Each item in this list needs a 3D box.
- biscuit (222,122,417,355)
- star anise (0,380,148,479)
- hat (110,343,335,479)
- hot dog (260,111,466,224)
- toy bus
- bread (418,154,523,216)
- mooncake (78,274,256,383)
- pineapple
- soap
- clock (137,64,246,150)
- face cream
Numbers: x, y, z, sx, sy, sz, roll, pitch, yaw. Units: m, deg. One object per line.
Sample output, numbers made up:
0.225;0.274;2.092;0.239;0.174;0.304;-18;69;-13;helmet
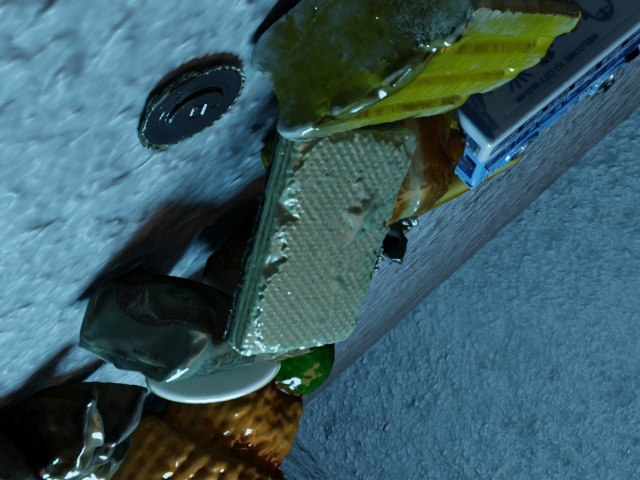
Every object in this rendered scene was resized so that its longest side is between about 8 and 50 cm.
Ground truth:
0.000;0.000;0.636;0.121;0.040;0.200;-3;119;-38;biscuit
-0.314;0.250;0.816;0.315;0.108;0.315;-44;168;-12;star anise
-0.127;0.284;1.197;0.400;0.285;0.285;-58;167;-1;hat
0.068;-0.073;0.724;0.261;0.093;0.123;-23;119;-40;hot dog
0.253;-0.194;0.873;0.297;0.106;0.131;-39;165;-6;toy bus
0.171;-0.093;1.048;0.239;0.074;0.092;-26;178;-38;bread
-0.126;0.072;0.698;0.125;0.129;0.073;-7;114;-64;mooncake
0.018;0.001;0.842;0.310;0.141;0.170;-38;159;-36;pineapple
0.088;-0.146;0.565;0.160;0.080;0.257;-27;177;36;soap
-0.082;-0.087;0.517;0.083;0.010;0.074;-27;162;-40;clock
-0.133;0.158;0.938;0.139;0.067;0.285;-5;169;-12;face cream
